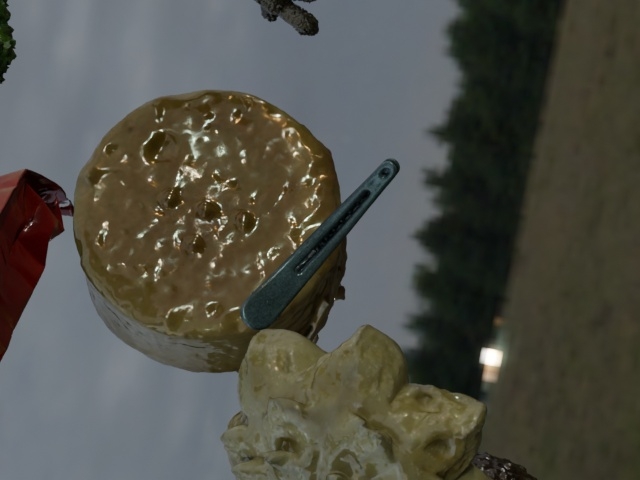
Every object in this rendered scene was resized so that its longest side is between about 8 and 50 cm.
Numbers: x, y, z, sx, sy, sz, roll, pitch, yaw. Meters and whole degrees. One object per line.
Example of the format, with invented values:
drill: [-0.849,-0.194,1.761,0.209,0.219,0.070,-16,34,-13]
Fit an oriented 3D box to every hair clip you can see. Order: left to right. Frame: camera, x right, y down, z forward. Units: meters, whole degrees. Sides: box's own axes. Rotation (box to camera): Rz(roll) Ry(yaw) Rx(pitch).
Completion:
hair clip: [0.000,0.000,1.903,0.229,0.039,0.070,-49,-2,2]

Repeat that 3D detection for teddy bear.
teddy bear: [-0.060,-0.343,2.485,0.160,0.078,0.119,-129,35,-48]

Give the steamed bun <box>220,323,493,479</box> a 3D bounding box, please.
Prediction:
steamed bun: [0.019,0.211,1.587,0.295,0.292,0.137,-22,12,48]

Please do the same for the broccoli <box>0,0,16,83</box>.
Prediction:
broccoli: [-0.437,-0.218,1.561,0.321,0.413,0.310,16,-132,-51]

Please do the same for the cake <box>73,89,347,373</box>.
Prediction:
cake: [-0.123,0.016,2.183,0.321,0.332,0.332,84,-162,-69]

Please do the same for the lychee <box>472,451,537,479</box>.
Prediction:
lychee: [0.174,0.308,2.013,0.171,0.171,0.171,11,-90,-84]

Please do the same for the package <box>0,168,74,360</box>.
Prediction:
package: [-0.448,0.052,2.217,0.423,0.196,0.123,-70,-39,-51]
